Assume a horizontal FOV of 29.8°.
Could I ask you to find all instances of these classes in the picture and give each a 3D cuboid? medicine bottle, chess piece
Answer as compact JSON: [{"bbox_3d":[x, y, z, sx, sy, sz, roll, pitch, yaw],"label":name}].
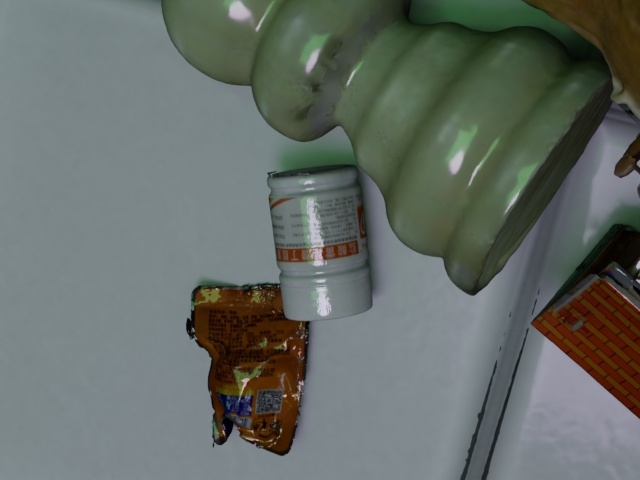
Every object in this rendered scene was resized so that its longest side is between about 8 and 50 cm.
[{"bbox_3d":[0.000,0.000,0.729,0.057,0.057,0.089,-4,98,17],"label":"medicine bottle"},{"bbox_3d":[0.021,-0.097,0.671,0.251,0.144,0.144,34,106,13],"label":"chess piece"}]

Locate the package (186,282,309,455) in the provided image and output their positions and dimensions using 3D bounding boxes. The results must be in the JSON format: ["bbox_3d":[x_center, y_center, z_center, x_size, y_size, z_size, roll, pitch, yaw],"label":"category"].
[{"bbox_3d":[-0.046,0.081,0.769,0.077,0.033,0.111,3,95,25],"label":"package"}]

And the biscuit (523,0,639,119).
[{"bbox_3d":[0.167,-0.177,0.552,0.287,0.057,0.344,-11,62,-7],"label":"biscuit"}]

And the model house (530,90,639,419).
[{"bbox_3d":[0.223,0.061,0.600,0.294,0.207,0.154,41,111,7],"label":"model house"}]
